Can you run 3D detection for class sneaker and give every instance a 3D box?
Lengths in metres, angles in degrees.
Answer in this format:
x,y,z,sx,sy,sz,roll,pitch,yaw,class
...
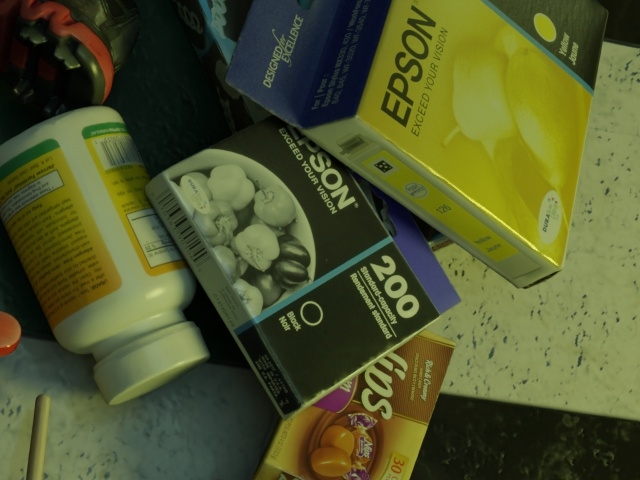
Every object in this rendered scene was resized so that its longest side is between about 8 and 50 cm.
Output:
x,y,z,sx,sy,sz,roll,pitch,yaw,class
-0.259,-0.210,1.339,0.276,0.097,0.135,34,47,7,sneaker

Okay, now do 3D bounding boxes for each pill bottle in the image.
x,y,z,sx,sy,sz,roll,pitch,yaw,class
-0.166,0.013,1.287,0.118,0.117,0.208,-23,82,-23,pill bottle

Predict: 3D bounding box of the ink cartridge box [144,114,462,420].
x,y,z,sx,sy,sz,roll,pitch,yaw,class
0.000,0.000,1.301,0.208,0.045,0.206,-31,88,-36,ink cartridge box

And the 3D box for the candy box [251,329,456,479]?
x,y,z,sx,sy,sz,roll,pitch,yaw,class
0.028,0.136,1.312,0.109,0.053,0.186,25,49,0,candy box

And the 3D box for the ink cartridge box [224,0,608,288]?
x,y,z,sx,sy,sz,roll,pitch,yaw,class
0.096,-0.163,1.375,0.307,0.072,0.303,36,50,-25,ink cartridge box

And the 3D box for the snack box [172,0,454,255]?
x,y,z,sx,sy,sz,roll,pitch,yaw,class
0.011,-0.130,1.420,0.187,0.060,0.322,-22,82,-22,snack box

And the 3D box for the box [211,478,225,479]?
x,y,z,sx,sy,sz,roll,pitch,yaw,class
-0.004,0.338,1.275,0.201,0.057,0.293,8,72,-15,box

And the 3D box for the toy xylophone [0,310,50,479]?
x,y,z,sx,sy,sz,roll,pitch,yaw,class
-0.298,0.131,1.167,0.236,0.081,0.322,7,39,-16,toy xylophone
